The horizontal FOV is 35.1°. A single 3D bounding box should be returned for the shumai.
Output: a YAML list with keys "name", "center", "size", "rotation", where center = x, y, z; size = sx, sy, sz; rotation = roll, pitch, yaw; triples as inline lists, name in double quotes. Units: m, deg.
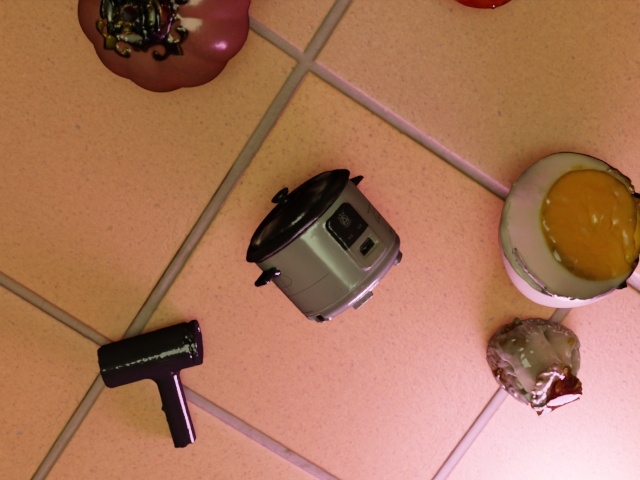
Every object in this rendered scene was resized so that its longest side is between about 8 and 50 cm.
- name: "shumai"
  center: [0.403, 0.239, 1.891]
  size: [0.184, 0.142, 0.184]
  rotation: [-1, 103, -4]

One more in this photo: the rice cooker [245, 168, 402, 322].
- name: "rice cooker"
  center: [0.000, 0.000, 1.786]
  size: [0.227, 0.241, 0.280]
  rotation: [48, 67, -12]

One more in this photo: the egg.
- name: "egg"
  center: [0.436, -0.012, 1.830]
  size: [0.264, 0.174, 0.286]
  rotation: [26, 75, -3]

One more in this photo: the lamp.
- name: "lamp"
  center: [-0.269, -0.393, 1.683]
  size: [0.305, 0.239, 0.305]
  rotation: [6, 112, 16]

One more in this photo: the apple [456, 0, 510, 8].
- name: "apple"
  center: [0.280, -0.471, 1.725]
  size: [0.163, 0.163, 0.139]
  rotation: [-46, 136, 9]

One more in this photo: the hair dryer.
- name: "hair dryer"
  center: [-0.296, 0.289, 1.929]
  size: [0.197, 0.089, 0.251]
  rotation: [-15, 108, 2]
